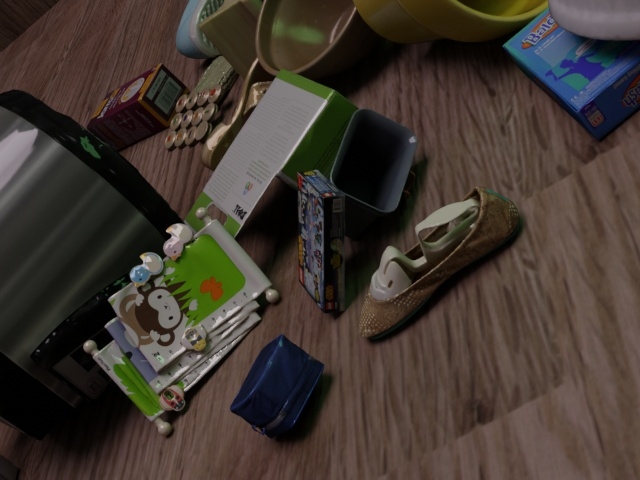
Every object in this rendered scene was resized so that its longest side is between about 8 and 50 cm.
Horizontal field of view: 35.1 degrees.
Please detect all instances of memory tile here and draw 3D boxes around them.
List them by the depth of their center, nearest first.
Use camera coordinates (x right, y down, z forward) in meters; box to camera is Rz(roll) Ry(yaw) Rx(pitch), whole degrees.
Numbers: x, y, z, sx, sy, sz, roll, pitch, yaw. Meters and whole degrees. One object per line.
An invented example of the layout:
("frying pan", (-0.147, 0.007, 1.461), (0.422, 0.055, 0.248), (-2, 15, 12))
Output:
("memory tile", (-0.226, -0.217, 1.786), (0.148, 0.012, 0.113), (-5, 65, 51))

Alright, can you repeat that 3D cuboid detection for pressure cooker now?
("pressure cooker", (-0.418, 0.062, 1.345), (0.420, 0.370, 0.375), (-51, 25, -16))

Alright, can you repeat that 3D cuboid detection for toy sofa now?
("toy sofa", (-0.075, -0.445, 1.768), (0.177, 0.150, 0.363), (-26, 34, 24))

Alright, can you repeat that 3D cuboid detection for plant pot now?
("plant pot", (0.157, -0.359, 1.274), (0.254, 0.254, 0.239), (-56, 14, -18))
("plant pot", (0.018, -0.332, 1.501), (0.237, 0.109, 0.237), (-23, 57, 41))

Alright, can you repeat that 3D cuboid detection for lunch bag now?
("lunch bag", (-0.042, 0.155, 1.035), (0.098, 0.065, 0.067), (-61, 11, -30))

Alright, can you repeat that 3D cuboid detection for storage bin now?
("storage bin", (0.053, -0.069, 1.186), (0.091, 0.098, 0.135), (-55, 12, 53))

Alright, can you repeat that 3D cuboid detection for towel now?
("towel", (-0.193, -0.293, 1.856), (0.110, 0.027, 0.148), (-10, 45, 49))

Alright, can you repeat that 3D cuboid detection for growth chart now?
("growth chart", (-0.170, 0.090, 1.217), (0.237, 0.172, 0.021), (-49, -7, -8))

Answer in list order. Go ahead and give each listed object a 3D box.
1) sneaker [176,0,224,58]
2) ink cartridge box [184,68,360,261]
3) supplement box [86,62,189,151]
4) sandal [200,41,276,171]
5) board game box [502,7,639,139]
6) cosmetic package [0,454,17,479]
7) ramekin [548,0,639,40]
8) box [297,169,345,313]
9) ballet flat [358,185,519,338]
("sneaker", (-0.180, -0.511, 2.010), (0.150, 0.135, 0.366), (1, 51, 52))
("ink cartridge box", (-0.056, -0.085, 1.339), (0.255, 0.097, 0.189), (-56, 29, 2))
("supplement box", (-0.357, -0.256, 1.972), (0.188, 0.081, 0.104), (-18, 39, 42))
("sandal", (-0.088, -0.200, 1.572), (0.079, 0.088, 0.240), (29, 82, 29))
("board game box", (0.301, -0.210, 1.066), (0.160, 0.047, 0.210), (-40, 30, 11))
("cosmetic package", (-0.523, 0.384, 1.367), (0.231, 0.085, 0.117), (-36, 29, 16))
("ramekin", (0.344, -0.323, 0.986), (0.277, 0.135, 0.277), (-18, 32, 12))
("box", (0.000, 0.000, 1.124), (0.027, 0.137, 0.094), (-7, 22, -16))
("ballet flat", (0.103, 0.017, 1.017), (0.206, 0.067, 0.073), (-41, 30, 10))
